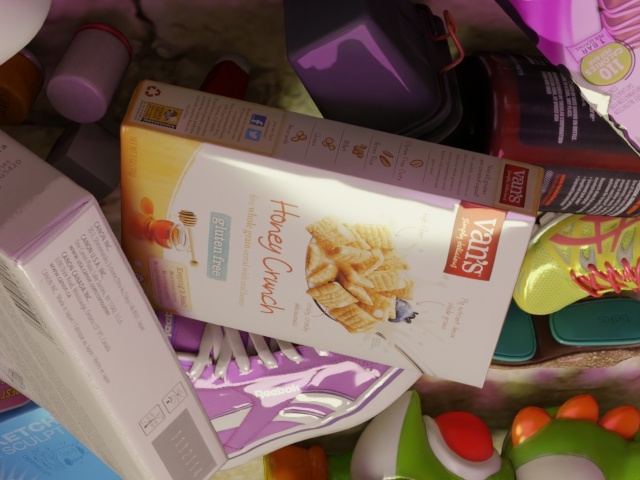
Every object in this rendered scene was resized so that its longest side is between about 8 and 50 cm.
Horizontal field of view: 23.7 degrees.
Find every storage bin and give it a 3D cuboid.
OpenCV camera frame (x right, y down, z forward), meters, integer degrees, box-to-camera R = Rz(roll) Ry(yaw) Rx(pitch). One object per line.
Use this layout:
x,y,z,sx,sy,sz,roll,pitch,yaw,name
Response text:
0.028,-0.121,0.923,0.098,0.135,0.091,-26,128,17,storage bin

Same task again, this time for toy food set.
-0.104,-0.074,0.994,0.232,0.104,0.111,37,136,-20,toy food set

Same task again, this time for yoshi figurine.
0.138,0.251,1.343,0.362,0.203,0.203,-6,155,-9,yoshi figurine

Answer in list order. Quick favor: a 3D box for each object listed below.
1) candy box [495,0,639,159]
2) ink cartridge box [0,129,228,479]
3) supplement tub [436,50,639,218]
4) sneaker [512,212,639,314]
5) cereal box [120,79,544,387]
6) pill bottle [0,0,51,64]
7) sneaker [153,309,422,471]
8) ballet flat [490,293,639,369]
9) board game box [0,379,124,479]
0.202,-0.155,0.894,0.159,0.071,0.233,-37,109,28,candy box
-0.204,0.026,1.005,0.066,0.261,0.296,-44,144,-20,ink cartridge box
0.185,-0.068,1.030,0.198,0.106,0.106,4,137,-17,supplement tub
0.232,0.008,1.138,0.208,0.094,0.081,-34,136,26,sneaker
0.000,0.000,0.919,0.240,0.047,0.173,13,141,4,cereal box
-0.250,-0.138,0.804,0.301,0.169,0.169,-30,136,22,pill bottle
-0.044,0.082,1.161,0.282,0.102,0.161,-32,132,23,sneaker
0.168,0.079,1.230,0.206,0.073,0.067,4,152,-12,ballet flat
-0.289,0.217,1.288,0.317,0.064,0.242,-23,138,14,board game box
